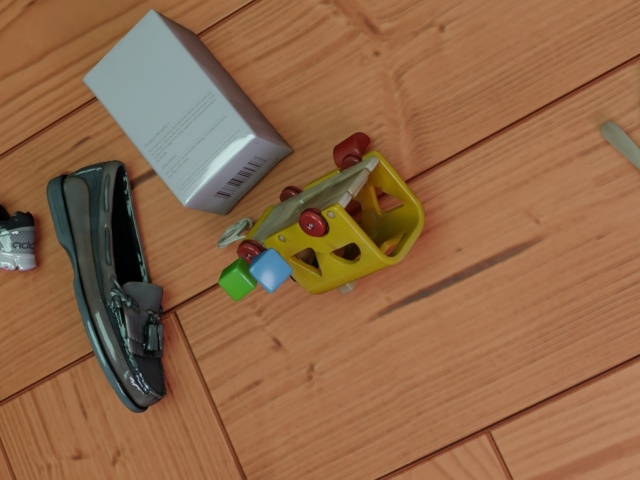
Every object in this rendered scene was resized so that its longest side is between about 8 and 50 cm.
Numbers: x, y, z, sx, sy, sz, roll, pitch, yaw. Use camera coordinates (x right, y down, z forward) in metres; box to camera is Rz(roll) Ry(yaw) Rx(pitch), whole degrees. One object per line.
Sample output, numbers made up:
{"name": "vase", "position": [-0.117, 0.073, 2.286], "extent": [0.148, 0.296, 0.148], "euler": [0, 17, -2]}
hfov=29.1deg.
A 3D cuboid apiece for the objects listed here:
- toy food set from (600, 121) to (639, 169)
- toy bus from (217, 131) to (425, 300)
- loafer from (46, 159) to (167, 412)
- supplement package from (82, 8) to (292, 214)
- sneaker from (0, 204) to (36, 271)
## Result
{"name": "toy food set", "position": [0.358, -0.125, 1.115], "extent": [0.192, 0.038, 0.132], "euler": [-46, 66, 16]}
{"name": "toy bus", "position": [0.005, 0.000, 1.186], "extent": [0.191, 0.202, 0.104], "euler": [-40, 104, 5]}
{"name": "loafer", "position": [-0.205, 0.041, 1.270], "extent": [0.084, 0.096, 0.268], "euler": [-25, 76, 10]}
{"name": "supplement package", "position": [-0.134, -0.128, 1.249], "extent": [0.105, 0.105, 0.179], "euler": [-42, 74, 13]}
{"name": "sneaker", "position": [-0.384, -0.017, 1.353], "extent": [0.170, 0.063, 0.075], "euler": [13, 90, 15]}
